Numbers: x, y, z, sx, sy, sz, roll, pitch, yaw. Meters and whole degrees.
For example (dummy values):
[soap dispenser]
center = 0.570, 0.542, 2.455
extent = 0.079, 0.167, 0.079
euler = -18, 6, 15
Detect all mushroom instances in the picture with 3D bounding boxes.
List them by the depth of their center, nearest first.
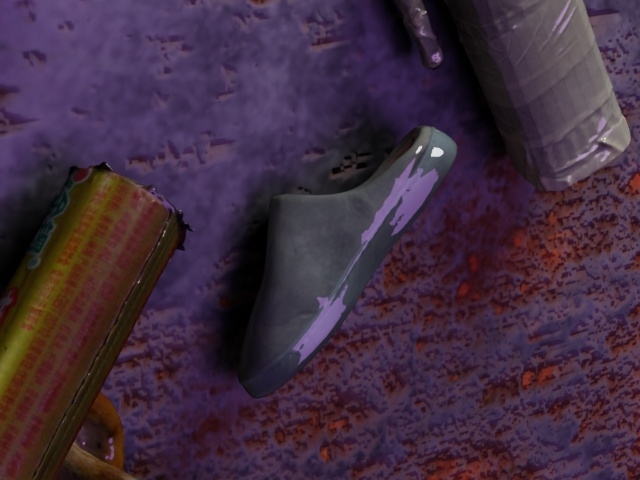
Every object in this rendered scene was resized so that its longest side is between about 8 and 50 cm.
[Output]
[mushroom]
center = -0.131, 0.132, 1.045
extent = 0.129, 0.073, 0.088
euler = 34, 65, -6

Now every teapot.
[teapot]
center = 0.110, -0.124, 1.157
extent = 0.107, 0.077, 0.200
euler = -29, 124, -5

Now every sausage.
[sausage]
center = -0.178, 0.133, 0.947
extent = 0.082, 0.082, 0.371
euler = 46, 59, -39

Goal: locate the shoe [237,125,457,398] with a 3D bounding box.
[shoe]
center = 0.000, 0.000, 1.123
extent = 0.078, 0.079, 0.195
euler = 40, 86, -4
